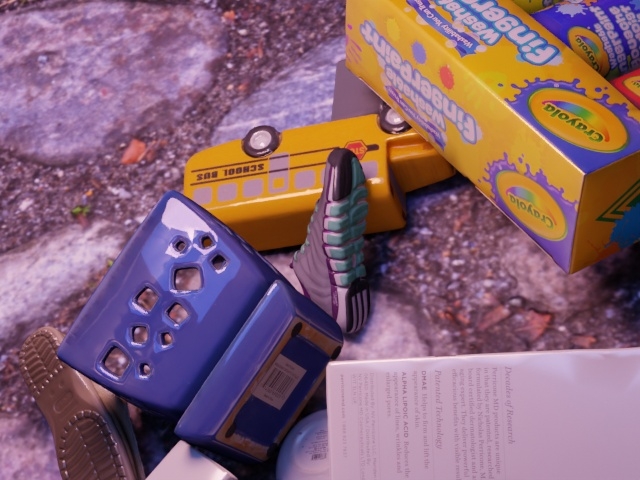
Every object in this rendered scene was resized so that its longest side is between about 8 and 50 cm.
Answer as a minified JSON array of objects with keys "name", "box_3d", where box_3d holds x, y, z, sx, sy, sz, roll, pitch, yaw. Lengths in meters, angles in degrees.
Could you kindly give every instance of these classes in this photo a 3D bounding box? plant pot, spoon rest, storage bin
[{"name":"plant pot","box_3d":[-0.120,0.116,1.901,0.212,0.236,0.236,34,87,26]},{"name":"spoon rest","box_3d":[0.071,0.244,1.876,0.276,0.084,0.137,-9,52,30]},{"name":"storage bin","box_3d":[0.064,-0.190,2.158,0.091,0.098,0.135,-12,53,24]}]

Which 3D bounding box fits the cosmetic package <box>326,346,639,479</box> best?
[{"name":"cosmetic package","box_3d":[0.218,0.189,1.646,0.385,0.217,0.156,-6,82,17]}]

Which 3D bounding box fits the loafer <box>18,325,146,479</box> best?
[{"name":"loafer","box_3d":[-0.268,0.219,1.991,0.102,0.092,0.268,-39,64,25]}]

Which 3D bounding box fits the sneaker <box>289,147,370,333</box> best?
[{"name":"sneaker","box_3d":[0.000,0.000,1.990,0.098,0.083,0.224,4,101,28]}]

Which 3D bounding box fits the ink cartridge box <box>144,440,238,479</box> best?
[{"name":"ink cartridge box","box_3d":[-0.167,0.346,1.832,0.087,0.153,0.208,31,70,34]}]

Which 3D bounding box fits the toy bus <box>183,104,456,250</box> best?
[{"name":"toy bus","box_3d":[0.000,-0.074,2.085,0.332,0.108,0.130,-9,55,13]}]

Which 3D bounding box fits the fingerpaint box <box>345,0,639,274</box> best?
[{"name":"fingerpaint box","box_3d":[0.302,-0.212,1.968,0.371,0.163,0.445,-24,49,-23]}]
